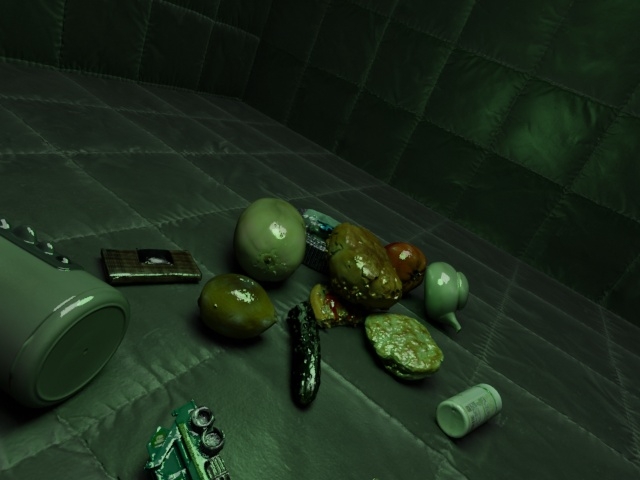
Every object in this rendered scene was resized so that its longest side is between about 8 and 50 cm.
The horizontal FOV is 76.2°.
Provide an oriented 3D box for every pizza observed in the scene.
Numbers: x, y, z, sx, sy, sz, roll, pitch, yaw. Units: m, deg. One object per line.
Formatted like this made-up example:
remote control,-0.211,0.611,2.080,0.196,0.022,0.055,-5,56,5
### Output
pizza,0.063,0.202,1.210,0.198,0.062,0.188,19,26,-17

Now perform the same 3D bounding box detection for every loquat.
loquat,-0.193,0.156,0.961,0.194,0.152,0.152,14,24,-3

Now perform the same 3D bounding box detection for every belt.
belt,0.000,0.000,1.500,0.324,0.122,0.260,32,32,20

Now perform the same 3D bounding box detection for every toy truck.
toy truck,-0.188,0.358,0.598,0.116,0.110,0.216,-12,42,-35

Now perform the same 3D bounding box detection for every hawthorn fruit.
hawthorn fruit,0.273,0.090,1.505,0.196,0.197,0.225,6,15,-36

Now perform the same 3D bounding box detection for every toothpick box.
toothpick box,-0.505,0.096,0.680,0.316,0.229,0.229,28,24,10

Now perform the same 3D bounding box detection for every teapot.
teapot,0.451,0.173,1.470,0.148,0.220,0.318,3,14,16

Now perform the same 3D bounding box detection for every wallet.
wallet,-0.431,0.064,1.048,0.230,0.042,0.124,0,36,-40

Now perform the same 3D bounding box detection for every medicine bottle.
medicine bottle,0.371,0.420,1.015,0.183,0.086,0.086,1,32,-42

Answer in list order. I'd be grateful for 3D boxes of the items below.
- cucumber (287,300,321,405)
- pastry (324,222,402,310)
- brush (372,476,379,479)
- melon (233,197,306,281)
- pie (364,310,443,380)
cucumber,-0.035,0.258,0.980,0.072,0.081,0.304,46,13,-26
pastry,0.121,0.090,1.258,0.255,0.162,0.311,33,24,-32
brush,0.030,0.475,0.618,0.048,0.054,0.282,41,28,15
melon,-0.151,-0.006,1.242,0.222,0.223,0.317,18,25,-15
pie,0.219,0.287,1.146,0.200,0.090,0.248,4,29,-18
